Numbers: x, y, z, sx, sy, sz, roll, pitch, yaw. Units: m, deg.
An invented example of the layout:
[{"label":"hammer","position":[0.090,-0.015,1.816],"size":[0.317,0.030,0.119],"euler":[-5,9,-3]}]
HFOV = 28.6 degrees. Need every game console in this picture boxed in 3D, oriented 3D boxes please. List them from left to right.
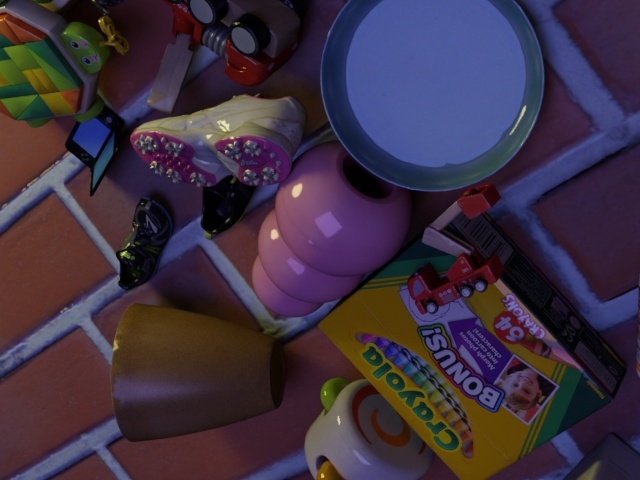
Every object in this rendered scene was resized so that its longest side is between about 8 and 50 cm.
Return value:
[{"label":"game console","position":[-0.383,-0.157,2.097],"size":[0.107,0.071,0.122],"euler":[40,126,3]}]

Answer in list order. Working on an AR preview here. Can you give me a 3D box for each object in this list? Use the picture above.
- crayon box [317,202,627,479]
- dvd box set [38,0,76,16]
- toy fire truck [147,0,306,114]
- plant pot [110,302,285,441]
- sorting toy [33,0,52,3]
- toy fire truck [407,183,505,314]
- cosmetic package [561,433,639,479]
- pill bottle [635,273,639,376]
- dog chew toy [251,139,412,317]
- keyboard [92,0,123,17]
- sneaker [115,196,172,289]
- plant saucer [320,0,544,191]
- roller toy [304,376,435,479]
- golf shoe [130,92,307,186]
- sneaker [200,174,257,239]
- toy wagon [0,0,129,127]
[{"label":"crayon box","position":[0.227,0.164,1.928],"size":[0.363,0.106,0.313],"euler":[47,126,-1]},{"label":"dvd box set","position":[-0.422,-0.512,1.860],"size":[0.308,0.062,0.420],"euler":[55,144,-8]},{"label":"toy fire truck","position":[-0.160,-0.292,1.885],"size":[0.217,0.158,0.246],"euler":[36,146,12]},{"label":"plant pot","position":[-0.195,0.222,2.127],"size":[0.254,0.237,0.237],"euler":[-2,115,12]},{"label":"sorting toy","position":[-0.436,-0.398,1.866],"size":[0.061,0.042,0.102],"euler":[-41,85,-7]},{"label":"toy fire truck","position":[0.190,0.014,1.780],"size":[0.192,0.047,0.135],"euler":[-27,98,33]},{"label":"cosmetic package","position":[0.438,0.428,1.911],"size":[0.151,0.183,0.151],"euler":[39,126,5]},{"label":"pill bottle","position":[0.503,0.093,1.743],"size":[0.121,0.121,0.221],"euler":[8,118,24]},{"label":"dog chew toy","position":[0.000,0.000,1.915],"size":[0.206,0.206,0.332],"euler":[40,134,4]},{"label":"keyboard","position":[-0.356,-0.441,1.778],"size":[0.317,0.033,0.202],"euler":[32,135,23]},{"label":"sneaker","position":[-0.305,0.010,2.140],"size":[0.067,0.078,0.188],"euler":[28,124,12]},{"label":"plant saucer","position":[0.157,-0.228,1.762],"size":[0.317,0.043,0.318],"euler":[4,104,16]},{"label":"roller toy","position":[0.078,0.339,2.043],"size":[0.191,0.209,0.146],"euler":[17,132,-26]},{"label":"golf shoe","position":[-0.149,-0.158,1.898],"size":[0.306,0.140,0.115],"euler":[6,141,33]},{"label":"sneaker","position":[-0.134,-0.101,1.976],"size":[0.084,0.097,0.235],"euler":[22,120,9]},{"label":"toy wagon","position":[-0.452,-0.295,1.988],"size":[0.344,0.068,0.267],"euler":[-1,137,37]}]
